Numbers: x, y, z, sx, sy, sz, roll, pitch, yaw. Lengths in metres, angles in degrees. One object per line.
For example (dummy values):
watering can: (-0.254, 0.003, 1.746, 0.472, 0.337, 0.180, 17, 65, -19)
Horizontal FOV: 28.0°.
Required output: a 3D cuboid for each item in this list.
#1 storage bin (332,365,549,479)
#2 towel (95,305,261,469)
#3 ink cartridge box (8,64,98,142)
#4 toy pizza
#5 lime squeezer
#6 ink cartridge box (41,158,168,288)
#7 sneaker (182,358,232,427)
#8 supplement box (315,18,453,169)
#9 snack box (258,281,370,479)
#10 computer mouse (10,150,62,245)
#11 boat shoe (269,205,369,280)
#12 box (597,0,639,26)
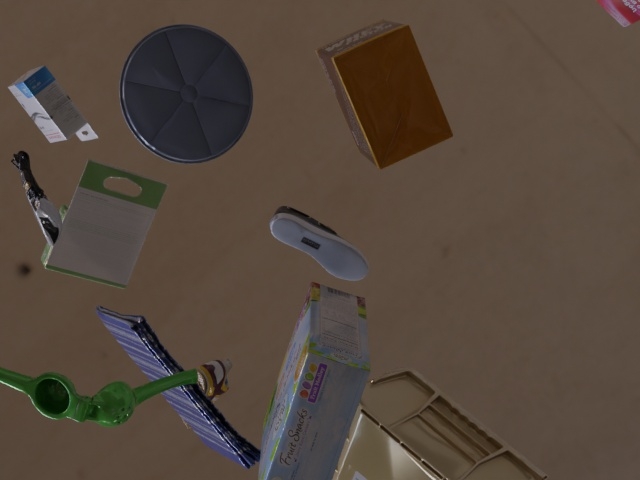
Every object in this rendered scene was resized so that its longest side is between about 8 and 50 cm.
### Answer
storage bin: (0.127, 0.348, 1.718, 0.260, 0.262, 0.123, 38, -140, 27)
towel: (-0.243, 0.244, 2.188, 0.336, 0.040, 0.243, 53, 162, -17)
ink cartridge box: (-0.535, -0.257, 2.577, 0.180, 0.060, 0.104, 55, 155, -18)
toy pizza: (-0.194, -0.209, 1.846, 0.201, 0.201, 0.032, 45, 162, -17)
lime squeezer: (-0.280, 0.164, 1.486, 0.310, 0.059, 0.110, 8, -138, -22)
ink cartridge box: (-0.414, -0.036, 2.464, 0.171, 0.235, 0.056, 17, -166, -26)
sneaker: (-0.214, 0.289, 2.419, 0.084, 0.185, 0.069, -22, -113, -32)
supplement box: (0.098, -0.239, 2.056, 0.194, 0.129, 0.191, -125, 11, -75)
snack box: (-0.008, 0.159, 1.312, 0.070, 0.174, 0.207, 17, -164, -6)
computer mouse: (-0.505, -0.069, 2.334, 0.106, 0.042, 0.193, 54, 164, 36)
boat shoe: (0.000, 0.000, 2.613, 0.228, 0.080, 0.076, 26, -148, -12)
box: (0.358, -0.411, 1.613, 0.257, 0.128, 0.123, 40, 152, -14)
